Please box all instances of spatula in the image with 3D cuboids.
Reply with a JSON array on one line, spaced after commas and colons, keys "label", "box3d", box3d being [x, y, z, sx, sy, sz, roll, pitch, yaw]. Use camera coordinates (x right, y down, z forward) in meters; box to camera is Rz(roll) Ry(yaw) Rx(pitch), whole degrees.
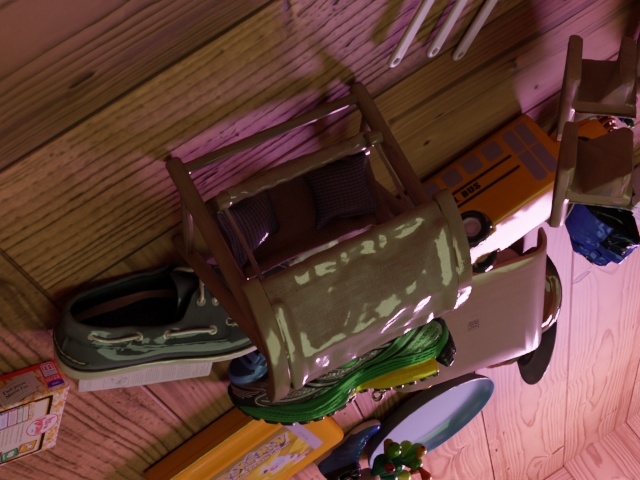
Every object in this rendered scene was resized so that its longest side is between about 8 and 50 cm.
[{"label": "spatula", "box3d": [0.165, -0.290, 1.210, 0.168, 0.019, 0.242, -16, 148, -44]}]

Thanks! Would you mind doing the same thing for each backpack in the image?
[{"label": "backpack", "box3d": [0.466, -0.019, 1.864, 0.120, 0.098, 0.101, 31, 117, -17]}]

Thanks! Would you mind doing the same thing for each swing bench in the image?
[{"label": "swing bench", "box3d": [0.000, 0.000, 1.216, 0.253, 0.254, 0.165, -26, 151, -20]}]

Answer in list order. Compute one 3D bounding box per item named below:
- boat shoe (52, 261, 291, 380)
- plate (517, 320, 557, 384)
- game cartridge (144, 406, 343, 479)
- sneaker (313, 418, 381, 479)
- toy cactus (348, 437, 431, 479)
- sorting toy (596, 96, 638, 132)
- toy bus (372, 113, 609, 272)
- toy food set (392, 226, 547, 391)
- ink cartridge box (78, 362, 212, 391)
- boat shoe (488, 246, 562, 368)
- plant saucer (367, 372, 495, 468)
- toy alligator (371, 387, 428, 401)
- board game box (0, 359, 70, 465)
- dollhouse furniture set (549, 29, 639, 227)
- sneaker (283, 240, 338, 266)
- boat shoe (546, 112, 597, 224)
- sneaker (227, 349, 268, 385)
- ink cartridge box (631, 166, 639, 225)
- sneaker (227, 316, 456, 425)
[{"label": "boat shoe", "box3d": [-0.159, 0.079, 1.310, 0.320, 0.116, 0.099, -14, 143, -21]}, {"label": "plate", "box3d": [0.398, 0.177, 2.072, 0.024, 0.188, 0.188, 10, 138, -10]}, {"label": "game cartridge", "box3d": [-0.119, 0.366, 1.889, 0.285, 0.052, 0.323, -36, 154, 0]}, {"label": "sneaker", "box3d": [0.069, 0.420, 2.152, 0.152, 0.084, 0.058, -33, 153, -7]}, {"label": "toy cactus", "box3d": [0.135, 0.469, 2.202, 0.181, 0.112, 0.219, -29, 162, -4]}, {"label": "sorting toy", "box3d": [0.452, -0.189, 1.667, 0.061, 0.042, 0.102, 3, 134, -51]}, {"label": "toy bus", "box3d": [0.245, -0.062, 1.535, 0.333, 0.130, 0.108, -35, 152, -2]}, {"label": "toy food set", "box3d": [0.227, 0.109, 1.784, 0.306, 0.092, 0.219, -17, 132, -12]}, {"label": "ink cartridge box", "box3d": [-0.224, 0.136, 1.434, 0.179, 0.045, 0.145, -3, 143, -18]}, {"label": "boat shoe", "box3d": [0.330, 0.141, 1.971, 0.120, 0.122, 0.324, -19, 148, -24]}, {"label": "plant saucer", "box3d": [0.224, 0.373, 2.302, 0.318, 0.043, 0.317, -28, 152, -16]}, {"label": "toy alligator", "box3d": [0.177, 0.246, 2.043, 0.190, 0.056, 0.051, -23, -167, -3]}, {"label": "board game box", "box3d": [-0.411, 0.230, 1.341, 0.194, 0.045, 0.146, -16, 146, -34]}, {"label": "dollhouse furniture set", "box3d": [0.478, -0.150, 1.364, 0.362, 0.394, 0.256, 5, 150, 10]}, {"label": "sneaker", "box3d": [-0.037, 0.036, 1.439, 0.094, 0.080, 0.212, -10, 146, -20]}, {"label": "boat shoe", "box3d": [0.381, -0.105, 1.675, 0.079, 0.081, 0.227, -22, 151, -24]}, {"label": "sneaker", "box3d": [-0.083, 0.149, 1.587, 0.144, 0.053, 0.059, -43, 150, 0]}, {"label": "ink cartridge box", "box3d": [0.544, -0.060, 1.961, 0.135, 0.056, 0.099, -43, 152, 15]}, {"label": "sneaker", "box3d": [0.019, 0.162, 1.647, 0.344, 0.134, 0.146, -22, 116, 2]}]
